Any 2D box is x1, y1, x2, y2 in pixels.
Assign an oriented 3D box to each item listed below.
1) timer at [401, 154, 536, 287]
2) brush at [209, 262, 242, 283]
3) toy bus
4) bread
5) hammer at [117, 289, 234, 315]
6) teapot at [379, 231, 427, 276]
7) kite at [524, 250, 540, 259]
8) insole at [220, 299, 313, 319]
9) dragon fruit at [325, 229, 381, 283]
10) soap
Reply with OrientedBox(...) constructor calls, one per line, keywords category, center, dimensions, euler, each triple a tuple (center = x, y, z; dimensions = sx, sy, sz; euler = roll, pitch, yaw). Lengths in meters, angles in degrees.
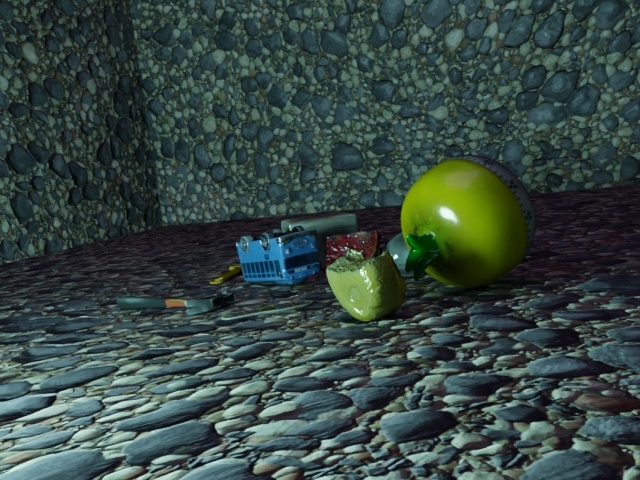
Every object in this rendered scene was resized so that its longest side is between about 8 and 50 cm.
OrientedBox(category="timer", center=(0.258, -0.016, 1.403), dimensions=(0.285, 0.285, 0.285), euler=(-7, 7, 1))
OrientedBox(category="brush", center=(-0.236, 0.089, 1.985), dimensions=(0.103, 0.014, 0.272), euler=(-5, 8, 20))
OrientedBox(category="toy bus", center=(-0.102, 0.039, 1.747), dimensions=(0.116, 0.134, 0.234), euler=(-11, 3, -32))
OrientedBox(category="bread", center=(0.084, 0.082, 1.263), dimensions=(0.086, 0.125, 0.156), euler=(-21, 11, -31))
OrientedBox(category="hammer", center=(-0.338, 0.139, 1.591), dimensions=(0.287, 0.033, 0.111), euler=(-4, 7, 31))
OrientedBox(category="teapot", center=(0.186, 0.031, 1.635), dimensions=(0.108, 0.111, 0.149), euler=(-16, 10, -1))
OrientedBox(category="kite", center=(0.449, 0.038, 1.702), dimensions=(0.160, 0.010, 0.182), euler=(3, 15, 39))
OrientedBox(category="insole", center=(-0.106, 0.140, 1.446), dimensions=(0.193, 0.006, 0.065), euler=(-8, 7, -13))
OrientedBox(category="dragon fruit", center=(0.082, 0.049, 1.650), dimensions=(0.120, 0.127, 0.161), euler=(-2, -14, 12))
OrientedBox(category="soap", center=(0.000, 0.000, 1.947), dimensions=(0.199, 0.139, 0.182), euler=(-9, 6, -9))
